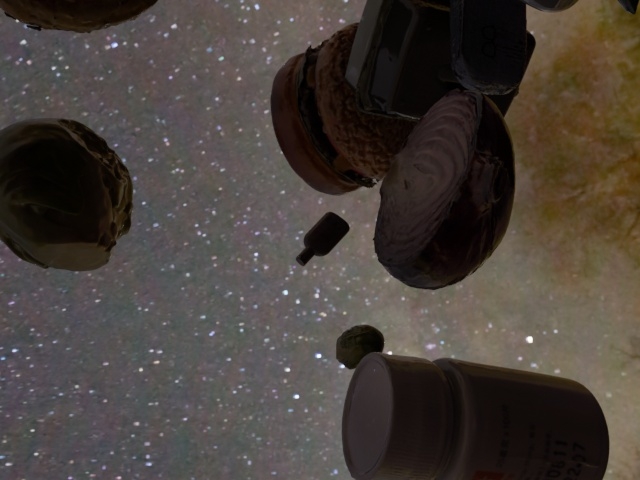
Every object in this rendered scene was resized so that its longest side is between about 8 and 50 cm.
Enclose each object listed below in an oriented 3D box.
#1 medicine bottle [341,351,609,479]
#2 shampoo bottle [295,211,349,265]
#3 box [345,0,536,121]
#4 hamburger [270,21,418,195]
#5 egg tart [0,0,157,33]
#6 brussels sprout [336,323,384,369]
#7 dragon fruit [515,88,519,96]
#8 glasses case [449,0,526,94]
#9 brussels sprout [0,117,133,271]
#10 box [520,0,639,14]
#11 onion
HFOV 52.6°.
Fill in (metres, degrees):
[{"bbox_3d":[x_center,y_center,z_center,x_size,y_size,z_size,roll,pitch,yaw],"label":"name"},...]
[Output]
[{"bbox_3d":[0.238,0.297,1.017,0.371,0.211,0.211,11,-116,-17],"label":"medicine bottle"},{"bbox_3d":[0.000,0.000,1.669,0.080,0.040,0.165,37,-114,13],"label":"shampoo bottle"},{"bbox_3d":[0.199,-0.302,1.081,0.290,0.221,0.166,2,-148,-27],"label":"box"},{"bbox_3d":[0.075,-0.263,1.316,0.330,0.250,0.330,26,-125,-44],"label":"hamburger"},{"bbox_3d":[-0.400,-0.473,1.070,0.341,0.132,0.342,3,-102,-12],"label":"egg tart"},{"bbox_3d":[0.119,0.313,1.944,0.155,0.155,0.118,-22,-71,-55],"label":"brussels sprout"},{"bbox_3d":[0.379,-0.403,1.486,0.235,0.135,0.137,19,-119,-45],"label":"dragon fruit"},{"bbox_3d":[0.243,-0.340,0.942,0.109,0.067,0.283,10,-108,-14],"label":"glasses case"},{"bbox_3d":[-0.547,-0.102,1.342,0.343,0.268,0.344,4,-117,-8],"label":"brussels sprout"},{"bbox_3d":[0.208,-0.373,0.724,0.336,0.106,0.264,29,-122,7],"label":"box"},{"bbox_3d":[0.138,-0.042,0.618,0.098,0.151,0.206,32,-105,-29],"label":"onion"}]
